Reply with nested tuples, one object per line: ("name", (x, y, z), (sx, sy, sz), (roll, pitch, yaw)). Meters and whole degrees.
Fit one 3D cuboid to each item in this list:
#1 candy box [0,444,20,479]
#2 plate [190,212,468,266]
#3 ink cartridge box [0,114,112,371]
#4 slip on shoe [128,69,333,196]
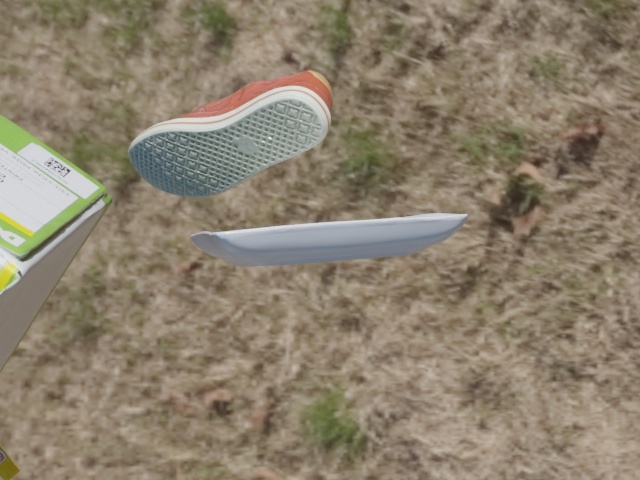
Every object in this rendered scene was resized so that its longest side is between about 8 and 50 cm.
("candy box", (-0.392, 0.180, 1.243), (0.105, 0.206, 0.027), (37, 67, 27))
("plate", (0.000, 0.000, 1.339), (0.278, 0.277, 0.045), (-178, 83, -78))
("ink cartridge box", (-0.208, 0.057, 0.494), (0.097, 0.255, 0.188), (35, 108, -3))
("slip on shoe", (-0.119, -0.143, 1.549), (0.331, 0.123, 0.101), (-17, 29, 33))
